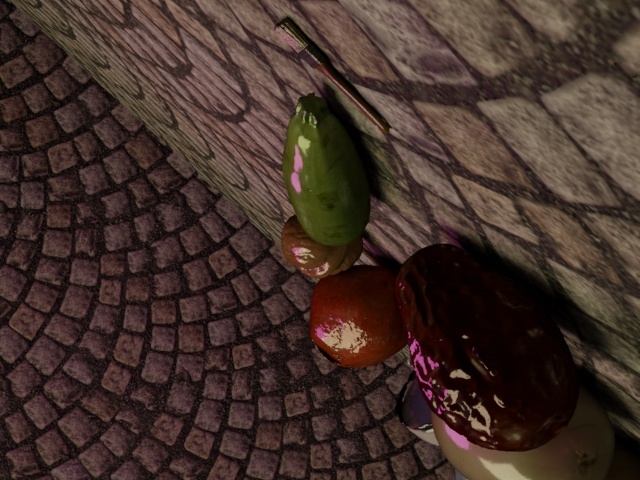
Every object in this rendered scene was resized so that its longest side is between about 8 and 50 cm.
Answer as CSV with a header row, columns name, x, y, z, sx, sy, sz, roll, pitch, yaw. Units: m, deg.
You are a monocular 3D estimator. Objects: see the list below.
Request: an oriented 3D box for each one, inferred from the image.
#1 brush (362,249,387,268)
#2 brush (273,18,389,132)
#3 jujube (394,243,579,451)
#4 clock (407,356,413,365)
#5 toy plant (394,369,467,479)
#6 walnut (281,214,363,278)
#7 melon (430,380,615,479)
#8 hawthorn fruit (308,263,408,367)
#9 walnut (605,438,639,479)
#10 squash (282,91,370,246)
name,x,y,z,sx,sy,sz,roll,pitch,yaw
brush,0.087,0.019,1.799,0.205,0.011,0.083,40,172,15
brush,0.015,-0.177,0.928,0.170,0.014,0.043,43,175,-13
jujube,0.198,0.129,1.068,0.290,0.197,0.197,58,-175,39
clock,0.219,0.212,1.792,0.176,0.117,0.080,48,171,-35
toy plant,0.327,0.366,1.601,0.332,0.247,0.247,47,173,-16
walnut,0.000,0.000,1.644,0.167,0.149,0.166,9,176,1
melon,0.299,0.282,1.300,0.223,0.223,0.317,45,169,-23
hawthorn fruit,0.106,0.139,1.663,0.211,0.211,0.299,45,143,-21
walnut,0.452,0.436,1.406,0.261,0.225,0.225,39,176,-31
squash,0.007,-0.082,1.153,0.118,0.118,0.370,41,170,16
